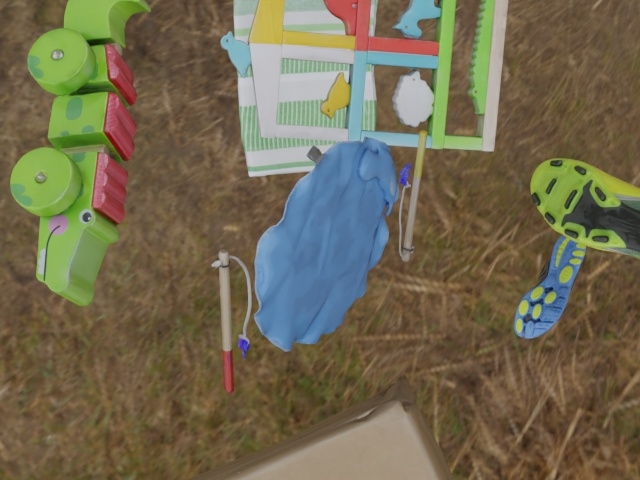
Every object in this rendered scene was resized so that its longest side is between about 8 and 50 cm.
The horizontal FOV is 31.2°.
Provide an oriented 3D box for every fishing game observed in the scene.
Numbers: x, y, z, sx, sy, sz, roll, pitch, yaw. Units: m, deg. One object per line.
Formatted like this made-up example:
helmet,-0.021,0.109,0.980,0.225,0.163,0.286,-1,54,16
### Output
fishing game,0.000,0.000,0.932,0.041,0.264,0.189,26,134,30

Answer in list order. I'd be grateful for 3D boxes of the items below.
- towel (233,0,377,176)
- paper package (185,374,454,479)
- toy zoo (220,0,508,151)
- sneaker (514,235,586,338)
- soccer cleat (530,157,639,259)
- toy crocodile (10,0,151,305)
towel,-0.019,-0.273,1.928,0.247,0.038,0.325,-7,110,-14
paper package,0.003,0.332,0.997,0.309,0.168,0.325,-24,87,3
toy zoo,0.044,-0.195,1.183,0.293,0.030,0.192,4,98,-9
sneaker,0.374,0.080,1.840,0.067,0.078,0.188,26,75,19
soccer cleat,0.380,-0.022,1.379,0.289,0.121,0.093,28,103,42
toy crocodile,-0.233,-0.103,1.156,0.105,0.115,0.341,-3,68,13
